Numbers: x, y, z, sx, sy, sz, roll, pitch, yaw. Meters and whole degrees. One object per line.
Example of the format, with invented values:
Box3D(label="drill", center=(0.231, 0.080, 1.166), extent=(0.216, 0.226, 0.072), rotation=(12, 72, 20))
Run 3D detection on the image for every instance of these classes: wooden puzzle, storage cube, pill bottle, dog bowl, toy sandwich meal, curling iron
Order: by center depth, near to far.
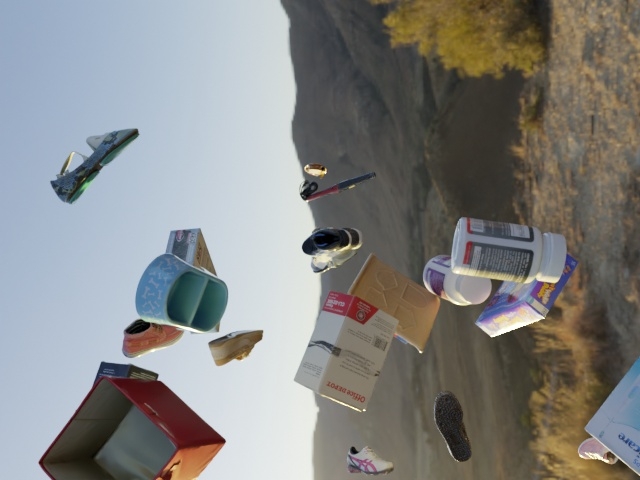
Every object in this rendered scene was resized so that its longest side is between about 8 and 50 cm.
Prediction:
Box3D(label="storage cube", center=(-0.316, 0.362, 1.089), extent=(0.183, 0.215, 0.193), rotation=(-54, -22, -3))
Box3D(label="dog bowl", center=(-0.317, 0.136, 1.502), extent=(0.166, 0.074, 0.297), rotation=(-69, -24, -9))
Box3D(label="pill bottle", center=(0.517, 0.032, 1.751), extent=(0.161, 0.283, 0.161), rotation=(8, -90, -85))
Box3D(label="curling iron", center=(0.046, -0.176, 1.984), extent=(0.035, 0.274, 0.068), rotation=(-30, -72, -59))
Box3D(label="toy sandwich meal", center=(-0.017, -0.242, 2.190), extent=(0.085, 0.086, 0.029), rotation=(77, -163, -67))
Box3D(label="wooden puzzle", center=(0.274, 0.239, 2.391), extent=(0.080, 0.348, 0.322), rotation=(-54, 0, 37))
Box3D(label="pill bottle", center=(0.523, 0.153, 2.403), extent=(0.301, 0.169, 0.169), rotation=(-154, 61, -75))

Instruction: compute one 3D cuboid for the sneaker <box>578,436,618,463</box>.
Box3D(label="sneaker", center=(0.725, 0.551, 1.638), extent=(0.134, 0.051, 0.070), rotation=(-48, 8, 41))

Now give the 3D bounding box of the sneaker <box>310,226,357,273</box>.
Box3D(label="sneaker", center=(0.020, 0.021, 2.183), extent=(0.146, 0.122, 0.330), rotation=(55, 159, 0))

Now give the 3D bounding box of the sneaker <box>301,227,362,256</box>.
Box3D(label="sneaker", center=(0.000, 0.000, 1.778), extent=(0.121, 0.217, 0.079), rotation=(1, -100, -48))

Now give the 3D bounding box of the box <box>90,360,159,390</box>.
Box3D(label="box", center=(-0.509, 0.397, 1.598), extent=(0.093, 0.156, 0.158), rotation=(32, -117, -39))

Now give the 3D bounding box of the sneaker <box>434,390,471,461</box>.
Box3D(label="sneaker", center=(0.299, 0.421, 1.461), extent=(0.071, 0.066, 0.188), rotation=(-94, -12, -73))

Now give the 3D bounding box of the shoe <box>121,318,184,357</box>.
Box3D(label="shoe", center=(-0.431, 0.238, 1.640), extent=(0.063, 0.178, 0.081), rotation=(39, 132, 33))

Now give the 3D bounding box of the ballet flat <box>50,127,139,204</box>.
Box3D(label="ballet flat", center=(-0.411, -0.149, 1.132), extent=(0.070, 0.188, 0.070), rotation=(44, 177, 3))

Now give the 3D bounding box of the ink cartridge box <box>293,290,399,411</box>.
Box3D(label="ink cartridge box", center=(0.073, 0.303, 1.731), extent=(0.197, 0.114, 0.273), rotation=(32, -106, -36))

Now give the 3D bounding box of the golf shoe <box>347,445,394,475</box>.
Box3D(label="golf shoe", center=(0.157, 0.712, 2.039), extent=(0.067, 0.186, 0.086), rotation=(10, -105, -45))

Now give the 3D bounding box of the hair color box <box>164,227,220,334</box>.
Box3D(label="hair color box", center=(-0.448, 0.153, 2.257), extent=(0.374, 0.114, 0.185), rotation=(81, -174, -45))

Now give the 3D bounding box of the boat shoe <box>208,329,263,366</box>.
Box3D(label="boat shoe", center=(-0.176, 0.226, 1.330), extent=(0.170, 0.063, 0.059), rotation=(-8, -89, -61))

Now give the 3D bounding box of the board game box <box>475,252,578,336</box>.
Box3D(label="board game box", center=(0.674, 0.180, 2.090), extent=(0.233, 0.078, 0.347), rotation=(-50, -2, -21))

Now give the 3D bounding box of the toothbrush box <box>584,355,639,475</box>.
Box3D(label="toothbrush box", center=(0.774, 0.383, 1.391), extent=(0.295, 0.126, 0.216), rotation=(-54, 27, 3))
